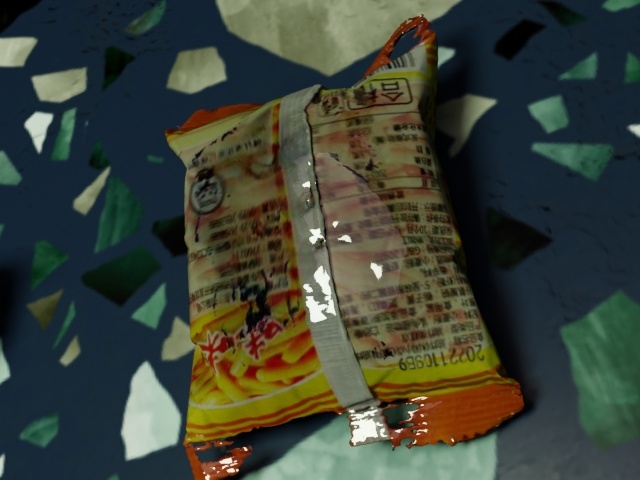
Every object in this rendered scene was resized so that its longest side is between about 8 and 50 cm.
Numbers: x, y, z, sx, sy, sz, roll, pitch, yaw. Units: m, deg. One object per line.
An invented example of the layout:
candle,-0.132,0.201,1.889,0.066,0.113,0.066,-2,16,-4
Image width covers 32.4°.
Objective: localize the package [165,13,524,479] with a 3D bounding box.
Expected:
package,-0.006,0.003,0.724,0.223,0.108,0.288,-17,66,18
